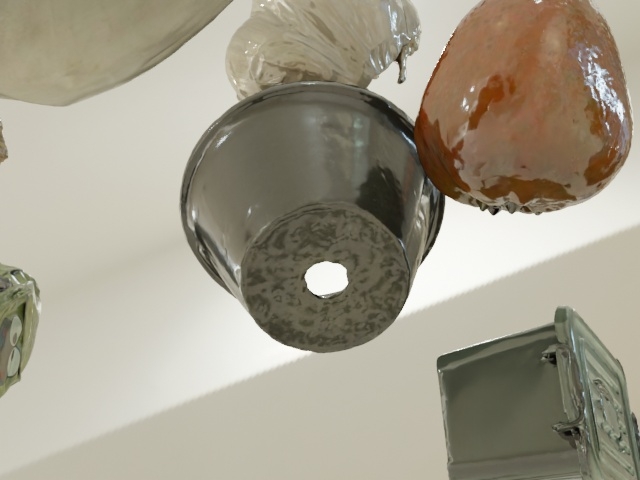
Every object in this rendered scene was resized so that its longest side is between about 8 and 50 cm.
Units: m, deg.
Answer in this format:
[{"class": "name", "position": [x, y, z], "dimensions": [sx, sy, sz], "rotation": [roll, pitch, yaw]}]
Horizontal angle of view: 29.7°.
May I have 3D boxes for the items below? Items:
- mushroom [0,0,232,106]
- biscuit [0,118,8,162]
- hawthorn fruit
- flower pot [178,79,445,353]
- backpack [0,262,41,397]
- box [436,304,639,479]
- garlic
[{"class": "mushroom", "position": [-0.149, -0.174, 0.834], "dimensions": [0.350, 0.128, 0.128], "rotation": [-27, -32, -13]}, {"class": "biscuit", "position": [-0.426, -0.175, 1.470], "dimensions": [0.034, 0.199, 0.064], "rotation": [-35, -32, 26]}, {"class": "hawthorn fruit", "position": [0.187, -0.144, 1.075], "dimensions": [0.199, 0.199, 0.251], "rotation": [19, -99, -64]}, {"class": "flower pot", "position": [0.000, 0.000, 1.151], "dimensions": [0.268, 0.166, 0.269], "rotation": [-3, -58, -5]}, {"class": "backpack", "position": [-0.491, 0.134, 1.746], "dimensions": [0.253, 0.140, 0.207], "rotation": [-56, -23, -75]}, {"class": "box", "position": [0.204, 0.172, 1.107], "dimensions": [0.135, 0.163, 0.243], "rotation": [-15, -26, 22]}, {"class": "garlic", "position": [0.004, -0.234, 1.291], "dimensions": [0.229, 0.178, 0.143], "rotation": [-27, -60, -34]}]
